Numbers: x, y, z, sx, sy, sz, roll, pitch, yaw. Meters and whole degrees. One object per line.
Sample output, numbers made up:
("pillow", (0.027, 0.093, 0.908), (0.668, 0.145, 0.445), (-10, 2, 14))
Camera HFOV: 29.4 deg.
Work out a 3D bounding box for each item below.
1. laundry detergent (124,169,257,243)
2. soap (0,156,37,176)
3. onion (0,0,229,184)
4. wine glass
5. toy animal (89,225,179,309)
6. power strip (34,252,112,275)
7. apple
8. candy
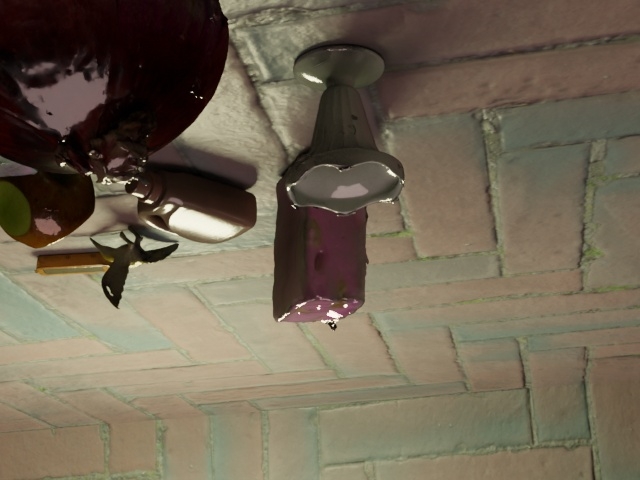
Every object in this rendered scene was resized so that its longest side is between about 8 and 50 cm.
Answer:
("laundry detergent", (-0.243, -0.056, 2.056), (0.237, 0.076, 0.171), (15, 154, -39))
("soap", (-0.498, -0.170, 1.683), (0.150, 0.094, 0.261), (-7, 160, 11))
("onion", (-0.266, -0.181, 1.396), (0.347, 0.286, 0.348), (-15, 152, -9))
("wine glass", (0.027, -0.151, 1.653), (0.164, 0.197, 0.165), (-4, 161, -1))
("toy animal", (-0.355, 0.015, 2.246), (0.219, 0.155, 0.095), (-40, 164, -48))
("power strip", (-0.467, 0.045, 2.376), (0.178, 0.028, 0.049), (-3, 160, 1))
("apple", (-0.426, -0.067, 1.871), (0.147, 0.163, 0.146), (-45, 172, 38))
("candy", (0.000, 0.000, 1.969), (0.115, 0.265, 0.155), (9, 158, -19))
